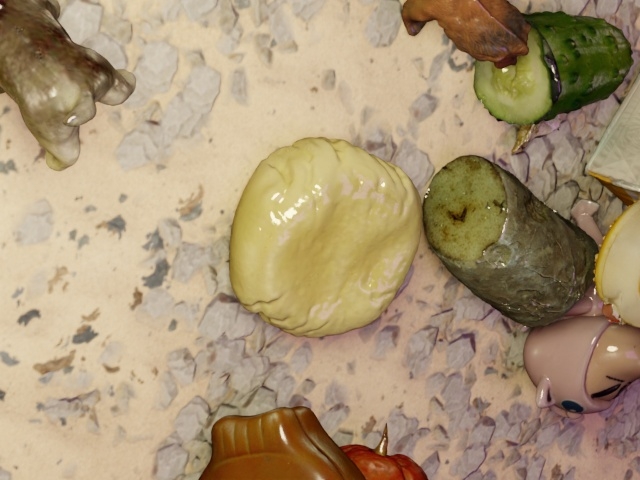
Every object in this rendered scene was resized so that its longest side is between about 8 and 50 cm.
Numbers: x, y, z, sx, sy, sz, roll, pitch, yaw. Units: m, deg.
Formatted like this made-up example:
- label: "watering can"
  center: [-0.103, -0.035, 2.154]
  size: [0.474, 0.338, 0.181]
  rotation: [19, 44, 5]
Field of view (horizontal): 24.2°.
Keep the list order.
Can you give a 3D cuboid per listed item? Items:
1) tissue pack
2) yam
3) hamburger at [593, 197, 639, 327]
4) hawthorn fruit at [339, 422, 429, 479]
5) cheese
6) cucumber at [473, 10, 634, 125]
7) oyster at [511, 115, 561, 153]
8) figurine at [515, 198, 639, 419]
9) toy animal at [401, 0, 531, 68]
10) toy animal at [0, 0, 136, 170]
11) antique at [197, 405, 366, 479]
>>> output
- label: "tissue pack"
  center: [0.491, -0.109, 2.012]
  size: [0.225, 0.124, 0.185]
  rotation: [33, 83, -45]
- label: "yam"
  center: [0.236, 0.011, 1.836]
  size: [0.254, 0.154, 0.154]
  rotation: [34, 85, -46]
- label: "hamburger"
  center: [0.427, 0.019, 1.866]
  size: [0.210, 0.116, 0.173]
  rotation: [-26, 117, -31]
- label: "hawthorn fruit"
  center: [0.062, 0.321, 1.805]
  size: [0.179, 0.179, 0.200]
  rotation: [24, 83, -44]
- label: "cheese"
  center: [0.000, 0.000, 1.645]
  size: [0.214, 0.117, 0.226]
  rotation: [20, 100, -38]
- label: "cucumber"
  center: [0.304, -0.217, 1.810]
  size: [0.244, 0.134, 0.134]
  rotation: [-18, 120, -43]
- label: "oyster"
  center: [0.270, -0.144, 1.870]
  size: [0.093, 0.034, 0.051]
  rotation: [-30, 143, -41]
- label: "figurine"
  center: [0.376, 0.102, 1.975]
  size: [0.176, 0.186, 0.287]
  rotation: [26, 82, -49]
- label: "toy animal"
  center: [0.124, -0.293, 1.589]
  size: [0.097, 0.157, 0.312]
  rotation: [-52, 135, -11]
- label: "toy animal"
  center: [-0.271, -0.169, 1.298]
  size: [0.121, 0.233, 0.168]
  rotation: [-46, 173, -2]
- label: "antique"
  center: [-0.040, 0.327, 1.683]
  size: [0.129, 0.223, 0.278]
  rotation: [7, 67, -59]
